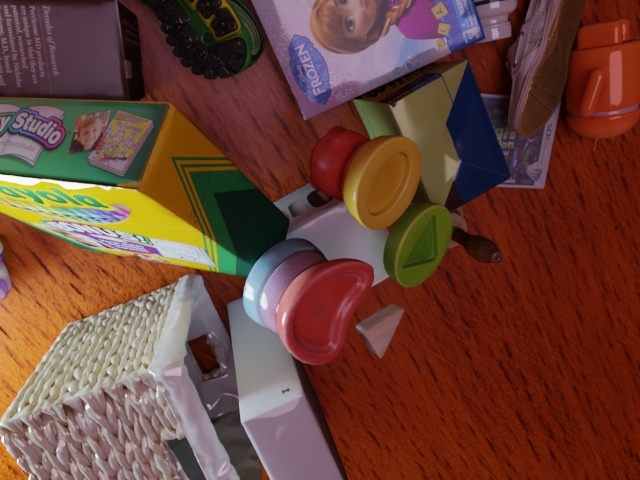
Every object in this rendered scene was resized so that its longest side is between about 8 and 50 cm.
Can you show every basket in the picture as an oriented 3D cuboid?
[{"bbox_3d":[-0.269,0.285,0.848,0.266,0.331,0.328,-20,110,-4],"label":"basket"}]

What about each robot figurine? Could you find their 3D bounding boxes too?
[{"bbox_3d":[0.512,-0.280,0.948,0.128,0.158,0.219,-9,110,8],"label":"robot figurine"}]

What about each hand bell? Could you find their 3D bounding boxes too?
[{"bbox_3d":[0.248,-0.005,0.915,0.126,0.242,0.126,-4,108,-12],"label":"hand bell"}]

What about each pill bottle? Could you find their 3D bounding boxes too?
[{"bbox_3d":[0.277,-0.422,0.871,0.094,0.094,0.169,-14,110,-8],"label":"pill bottle"}]

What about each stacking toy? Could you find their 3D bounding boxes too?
[{"bbox_3d":[0.040,0.014,0.742,0.279,0.130,0.309,30,90,-51],"label":"stacking toy"}]

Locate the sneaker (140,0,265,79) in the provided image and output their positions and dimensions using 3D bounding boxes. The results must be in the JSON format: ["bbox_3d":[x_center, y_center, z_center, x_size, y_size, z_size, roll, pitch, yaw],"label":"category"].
[{"bbox_3d":[-0.216,-0.386,0.768,0.134,0.146,0.343,-33,98,25],"label":"sneaker"}]

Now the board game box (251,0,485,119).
[{"bbox_3d":[0.053,-0.400,0.814,0.318,0.066,0.318,-23,110,8],"label":"board game box"}]

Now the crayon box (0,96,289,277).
[{"bbox_3d":[-0.267,-0.057,0.674,0.363,0.313,0.106,7,74,22],"label":"crayon box"}]

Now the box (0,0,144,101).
[{"bbox_3d":[-0.452,-0.254,0.713,0.381,0.191,0.143,-2,107,-12],"label":"box"}]

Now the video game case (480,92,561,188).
[{"bbox_3d":[0.357,-0.188,0.999,0.190,0.022,0.173,1,106,-12],"label":"video game case"}]

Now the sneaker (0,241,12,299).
[{"bbox_3d":[-0.612,0.087,0.841,0.236,0.095,0.104,-21,118,-6],"label":"sneaker"}]

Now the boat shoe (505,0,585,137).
[{"bbox_3d":[0.379,-0.322,0.927,0.098,0.096,0.277,12,97,-40],"label":"boat shoe"}]

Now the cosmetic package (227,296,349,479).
[{"bbox_3d":[-0.052,0.277,0.865,0.097,0.377,0.284,-21,109,-6],"label":"cosmetic package"}]

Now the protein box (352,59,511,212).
[{"bbox_3d":[0.177,-0.175,0.868,0.136,0.201,0.200,-30,111,-2],"label":"protein box"}]

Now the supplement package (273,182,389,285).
[{"bbox_3d":[0.000,0.000,0.884,0.194,0.203,0.149,-30,111,-3],"label":"supplement package"}]
